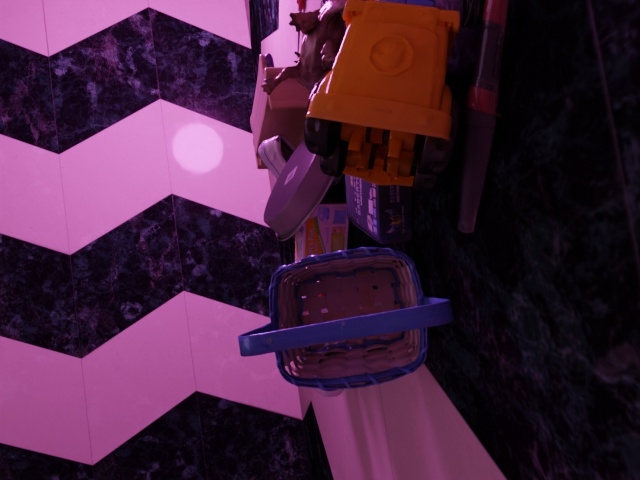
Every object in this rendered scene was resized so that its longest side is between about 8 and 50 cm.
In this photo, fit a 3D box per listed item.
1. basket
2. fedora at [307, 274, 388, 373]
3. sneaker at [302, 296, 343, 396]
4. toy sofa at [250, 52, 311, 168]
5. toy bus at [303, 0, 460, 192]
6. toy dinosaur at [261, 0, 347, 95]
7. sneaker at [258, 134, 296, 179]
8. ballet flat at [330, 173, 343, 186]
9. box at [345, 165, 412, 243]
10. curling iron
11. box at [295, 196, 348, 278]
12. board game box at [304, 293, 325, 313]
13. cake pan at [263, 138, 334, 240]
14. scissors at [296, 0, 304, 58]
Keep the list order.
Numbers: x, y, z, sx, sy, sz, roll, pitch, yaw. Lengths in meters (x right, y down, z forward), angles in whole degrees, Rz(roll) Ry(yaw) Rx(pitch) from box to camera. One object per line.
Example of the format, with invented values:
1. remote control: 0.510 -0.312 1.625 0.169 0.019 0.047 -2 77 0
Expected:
1. basket: 0.044 0.112 0.599 0.289 0.255 0.200 42 -141 -78
2. fedora: 0.047 0.199 0.900 0.275 0.125 0.243 152 104 -77
3. sneaker: 0.001 0.249 1.183 0.322 0.130 0.236 -101 6 -47
4. toy sofa: -0.106 -0.362 1.199 0.362 0.151 0.176 129 133 -68
5. toy bus: 0.081 -0.176 0.476 0.220 0.150 0.211 36 -115 -79
6. toy dinosaur: 0.001 -0.388 0.829 0.200 0.127 0.295 -61 3 -40
7. sneaker: -0.064 -0.180 1.152 0.091 0.258 0.094 -17 35 46
8. ballet flat: 0.007 -0.165 1.052 0.188 0.070 0.070 170 93 -79
9. box: 0.087 -0.129 0.679 0.183 0.060 0.232 -126 30 -70
10. curling iron: 0.156 -0.134 0.402 0.068 0.035 0.273 -78 -17 -65
11. box: 0.000 0.000 1.018 0.103 0.115 0.202 -131 41 -70
12. board game box: -0.011 0.144 1.096 0.133 0.033 0.168 -45 34 27
13. cake pan: -0.046 -0.138 0.949 0.293 0.054 0.293 -50 23 30
14. scissors: -0.058 -0.667 1.173 0.297 0.021 0.108 108 150 -68
